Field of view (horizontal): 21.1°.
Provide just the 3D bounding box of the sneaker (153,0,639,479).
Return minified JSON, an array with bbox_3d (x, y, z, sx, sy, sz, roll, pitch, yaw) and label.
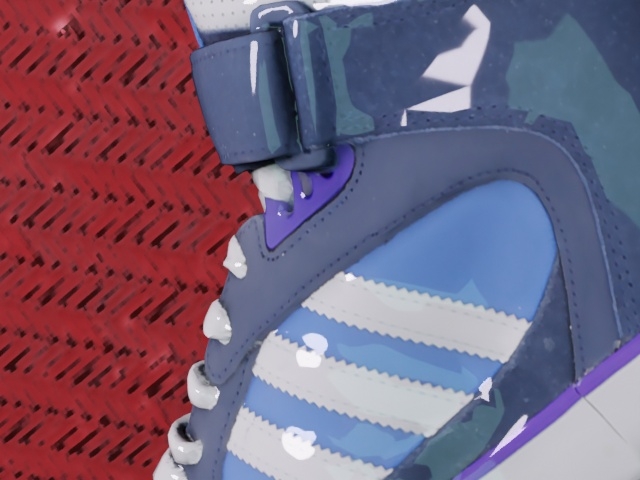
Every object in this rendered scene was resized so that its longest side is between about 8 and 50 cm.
[{"bbox_3d":[0.000,0.000,0.556,0.323,0.130,0.236,-41,79,27],"label":"sneaker"}]
